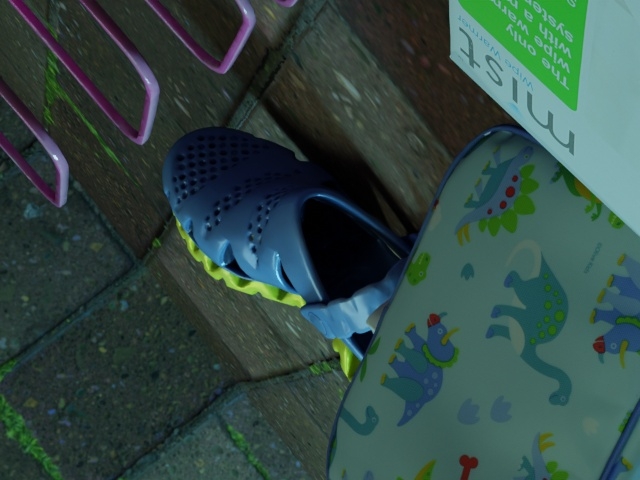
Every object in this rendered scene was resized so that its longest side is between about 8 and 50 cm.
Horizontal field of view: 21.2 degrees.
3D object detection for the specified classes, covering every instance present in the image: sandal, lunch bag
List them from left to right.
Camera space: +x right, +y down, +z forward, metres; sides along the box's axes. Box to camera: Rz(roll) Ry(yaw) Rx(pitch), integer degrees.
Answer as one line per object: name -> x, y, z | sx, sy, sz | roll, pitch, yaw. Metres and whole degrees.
sandal -> 0.000, 0.000, 1.276 | 0.317, 0.126, 0.138 | 36, 158, 28
lunch bag -> 0.108, 0.069, 0.806 | 0.090, 0.219, 0.176 | 17, -170, -42

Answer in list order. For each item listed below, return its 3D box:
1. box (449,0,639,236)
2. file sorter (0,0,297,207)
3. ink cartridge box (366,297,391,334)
box -> 0.161, -0.062, 0.439 | 0.262, 0.127, 0.231 | 46, 165, 22
file sorter -> -0.160, -0.139, 1.028 | 0.182, 0.290, 0.202 | 49, 168, -1
ink cartridge box -> 0.184, 0.165, 1.005 | 0.272, 0.130, 0.309 | 45, 167, 32
